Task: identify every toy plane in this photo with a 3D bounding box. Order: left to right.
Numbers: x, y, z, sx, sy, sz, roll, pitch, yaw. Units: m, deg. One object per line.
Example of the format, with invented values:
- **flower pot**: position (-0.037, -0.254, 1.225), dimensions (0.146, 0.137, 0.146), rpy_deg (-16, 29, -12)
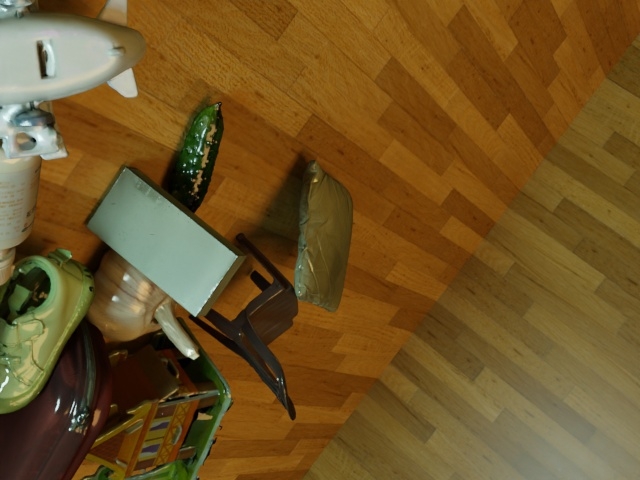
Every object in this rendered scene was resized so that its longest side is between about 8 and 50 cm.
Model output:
- **toy plane**: position (-0.340, -0.226, 1.230), dimensions (0.267, 0.123, 0.266), rpy_deg (-9, 107, -30)

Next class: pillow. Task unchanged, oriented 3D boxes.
- **pillow**: position (0.000, -0.001, 2.091), dimensions (0.274, 0.076, 0.280), rpy_deg (29, 66, -71)

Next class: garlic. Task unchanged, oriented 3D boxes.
- **garlic**: position (-0.287, 0.119, 1.717), dimensions (0.199, 0.226, 0.199), rpy_deg (-40, 158, -19)

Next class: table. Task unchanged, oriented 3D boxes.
- **table**: position (-0.236, 0.002, 1.629), dimensions (0.121, 0.240, 0.111), rpy_deg (-54, 166, 9)

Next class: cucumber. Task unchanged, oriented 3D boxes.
- **cucumber**: position (-0.208, -0.133, 1.696), dimensions (0.069, 0.069, 0.227), rpy_deg (-14, 133, -53)

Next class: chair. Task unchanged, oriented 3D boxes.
- **chair**: position (-0.103, 0.173, 1.981), dimensions (0.183, 0.326, 0.175), rpy_deg (-40, 153, -18)

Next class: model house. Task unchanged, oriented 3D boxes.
- **model house**: position (-0.393, 0.357, 1.948), dimensions (0.313, 0.242, 0.357), rpy_deg (-3, 131, -38)

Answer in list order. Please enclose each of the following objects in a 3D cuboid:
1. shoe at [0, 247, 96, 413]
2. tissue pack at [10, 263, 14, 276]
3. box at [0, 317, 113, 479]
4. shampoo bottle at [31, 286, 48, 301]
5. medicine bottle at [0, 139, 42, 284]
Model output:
- **shoe**: position (-0.454, 0.125, 1.512), dimensions (0.262, 0.140, 0.128), rpy_deg (-53, 139, -13)
- **tissue pack**: position (-0.499, 0.043, 1.445), dimensions (0.108, 0.056, 0.023), rpy_deg (-23, 144, -47)
- **box**: position (-0.464, 0.313, 1.650), dimensions (0.108, 0.263, 0.404), rpy_deg (20, 116, -31)
- **shampoo bottle**: position (-0.442, 0.085, 1.629), dimensions (0.049, 0.034, 0.141), rpy_deg (-48, 154, 2)
- **medicine bottle**: position (-0.440, -0.047, 1.352), dimensions (0.114, 0.114, 0.252), rpy_deg (-25, 145, -44)
